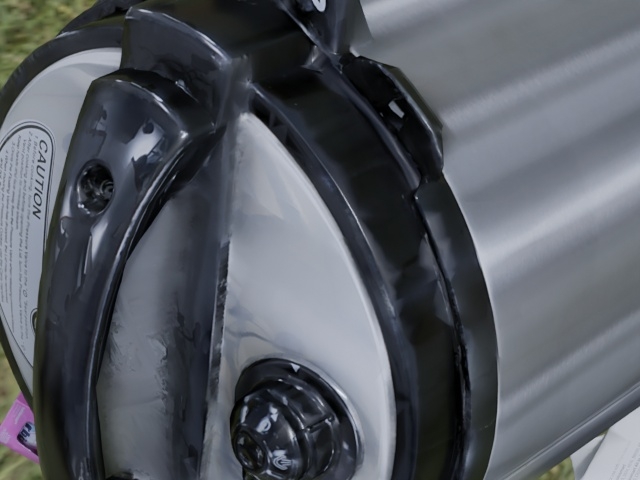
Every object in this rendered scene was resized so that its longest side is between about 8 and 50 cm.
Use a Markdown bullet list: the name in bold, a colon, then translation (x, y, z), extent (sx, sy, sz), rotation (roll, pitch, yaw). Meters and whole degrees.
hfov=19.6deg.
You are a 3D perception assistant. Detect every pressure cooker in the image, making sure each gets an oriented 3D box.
- **pressure cooker**: translation (0.005, 0.001, 1.080), extent (0.375, 0.420, 0.369), rotation (-23, 94, 48)

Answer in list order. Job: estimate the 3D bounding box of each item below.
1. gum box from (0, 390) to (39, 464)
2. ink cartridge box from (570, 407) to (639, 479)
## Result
- **gum box**: translation (-0.234, 0.151, 1.817), extent (0.107, 0.188, 0.062), rotation (30, 125, -5)
- **ink cartridge box**: translation (0.245, 0.171, 1.262), extent (0.143, 0.090, 0.092), rotation (17, 143, 27)
